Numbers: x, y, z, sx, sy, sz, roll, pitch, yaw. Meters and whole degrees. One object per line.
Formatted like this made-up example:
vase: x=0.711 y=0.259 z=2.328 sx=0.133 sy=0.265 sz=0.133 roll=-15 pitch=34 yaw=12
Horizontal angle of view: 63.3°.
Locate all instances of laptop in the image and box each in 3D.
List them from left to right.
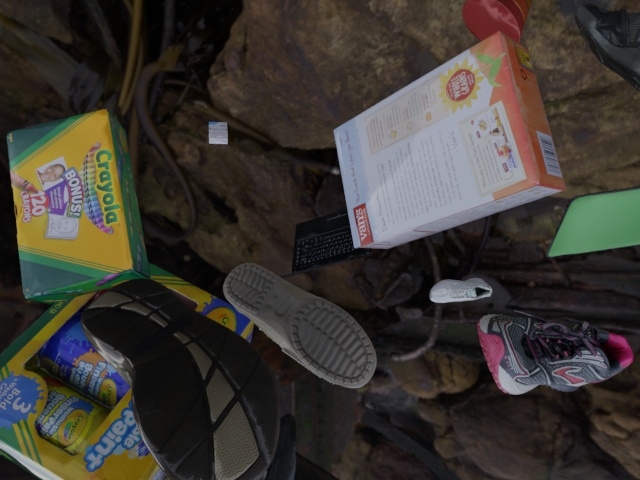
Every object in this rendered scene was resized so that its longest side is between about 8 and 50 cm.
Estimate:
laptop: x=0.000 y=0.000 z=1.297 sx=0.234 sy=0.264 sz=0.136 roll=-15 pitch=140 yaw=24

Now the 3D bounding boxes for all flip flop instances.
flip flop: x=-0.131 y=0.124 z=0.467 sx=0.277 sy=0.112 sz=0.080 roll=26 pitch=135 yaw=41

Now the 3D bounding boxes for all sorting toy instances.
sorting toy: x=0.332 y=-0.452 z=0.803 sx=0.127 sy=0.126 sz=0.365 roll=42 pitch=172 yaw=12

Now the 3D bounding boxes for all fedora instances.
fedora: x=-0.045 y=0.429 z=0.773 sx=0.152 sy=0.334 sz=0.334 roll=22 pitch=140 yaw=-3

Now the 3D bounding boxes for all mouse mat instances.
mouse mat: x=0.442 y=-0.029 z=0.769 sx=0.189 sy=0.007 sz=0.152 roll=-7 pitch=143 yaw=1

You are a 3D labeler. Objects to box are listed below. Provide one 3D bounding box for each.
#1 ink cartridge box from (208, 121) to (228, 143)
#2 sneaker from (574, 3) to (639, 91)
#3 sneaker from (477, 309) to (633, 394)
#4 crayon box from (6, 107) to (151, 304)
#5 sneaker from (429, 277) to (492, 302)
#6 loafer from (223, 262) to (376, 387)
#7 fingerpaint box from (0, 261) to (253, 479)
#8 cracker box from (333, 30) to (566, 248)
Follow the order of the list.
ink cartridge box: x=-0.267 y=-0.276 z=1.354 sx=0.048 sy=0.083 sz=0.028 roll=0 pitch=131 yaw=-12
sneaker: x=0.511 y=-0.334 z=0.825 sx=0.130 sy=0.227 sz=0.087 roll=-38 pitch=133 yaw=18
sneaker: x=0.346 y=0.157 z=0.773 sx=0.299 sy=0.121 sz=0.112 roll=10 pitch=148 yaw=-36
crayon box: x=-0.384 y=-0.055 z=0.826 sx=0.165 sy=0.278 sz=0.081 roll=-14 pitch=165 yaw=-3
sneaker: x=0.335 y=0.119 z=1.234 sx=0.152 sy=0.061 sz=0.054 roll=-9 pitch=100 yaw=-10
loafer: x=-0.029 y=0.130 z=0.809 sx=0.268 sy=0.102 sz=0.092 roll=36 pitch=166 yaw=15
fingerpaint box: x=-0.407 y=0.270 z=1.061 sx=0.371 sy=0.445 sz=0.163 roll=27 pitch=139 yaw=9
cracker box: x=0.125 y=-0.093 z=0.570 sx=0.232 sy=0.067 sz=0.156 roll=-20 pitch=74 yaw=44
